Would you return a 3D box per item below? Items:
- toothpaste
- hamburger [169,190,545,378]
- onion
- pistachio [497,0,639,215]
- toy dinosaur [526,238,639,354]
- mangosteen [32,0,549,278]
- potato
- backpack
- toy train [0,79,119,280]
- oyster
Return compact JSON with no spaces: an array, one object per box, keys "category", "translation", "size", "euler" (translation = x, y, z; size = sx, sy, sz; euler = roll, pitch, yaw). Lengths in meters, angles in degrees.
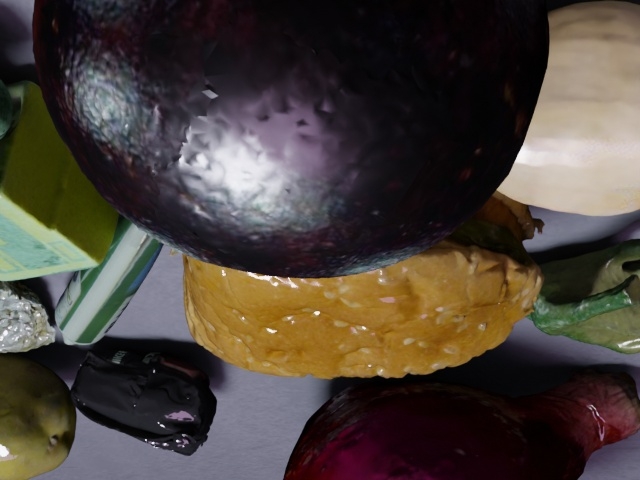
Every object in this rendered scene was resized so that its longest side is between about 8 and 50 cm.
[{"category":"toothpaste","translation":[-0.185,0.017,0.856],"size":[0.061,0.099,0.392],"euler":[26,143,-16]},{"category":"hamburger","translation":[-0.001,-0.003,0.736],"size":[0.330,0.162,0.209],"euler":[-5,144,22]},{"category":"onion","translation":[0.169,0.275,1.017],"size":[0.420,0.398,0.398],"euler":[-48,130,-2]},{"category":"pistachio","translation":[0.183,-0.093,0.636],"size":[0.200,0.117,0.145],"euler":[6,107,12]},{"category":"toy dinosaur","translation":[0.225,0.071,0.885],"size":[0.447,0.087,0.301],"euler":[23,153,-29]},{"category":"mangosteen","translation":[-0.011,-0.121,0.491],"size":[0.288,0.288,0.288],"euler":[4,144,3]},{"category":"potato","translation":[-0.377,0.204,1.060],"size":[0.200,0.154,0.137],"euler":[8,147,26]},{"category":"backpack","translation":[-0.202,0.178,1.060],"size":[0.165,0.106,0.120],"euler":[22,166,4]},{"category":"toy train","translation":[-0.377,-0.048,0.748],"size":[0.369,0.150,0.237],"euler":[-9,148,21]},{"category":"oyster","translation":[-0.352,0.075,0.976],"size":[0.125,0.064,0.177],"euler":[-8,144,11]}]
